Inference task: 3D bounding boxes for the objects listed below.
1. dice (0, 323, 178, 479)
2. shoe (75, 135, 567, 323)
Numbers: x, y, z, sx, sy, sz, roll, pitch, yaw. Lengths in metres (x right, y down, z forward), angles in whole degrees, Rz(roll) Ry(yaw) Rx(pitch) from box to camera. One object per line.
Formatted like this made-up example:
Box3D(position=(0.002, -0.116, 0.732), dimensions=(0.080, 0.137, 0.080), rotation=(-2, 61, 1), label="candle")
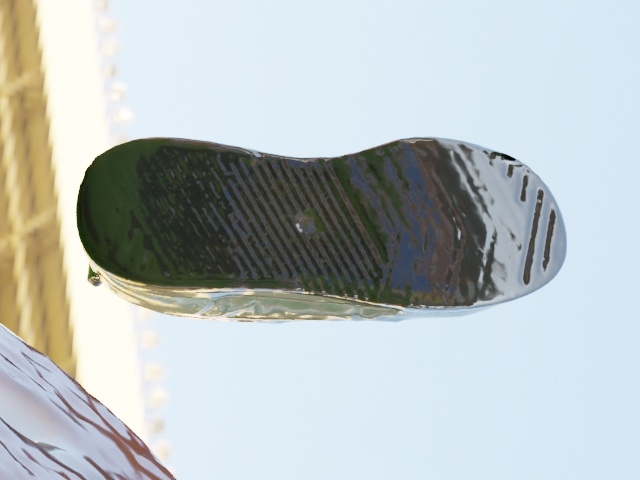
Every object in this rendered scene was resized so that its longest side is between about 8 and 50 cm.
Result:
Box3D(position=(-0.132, 0.110, 0.515), dimensions=(0.175, 0.174, 0.179), rotation=(-51, -140, 3), label="dice")
Box3D(position=(0.000, 0.000, 1.061), dimensions=(0.098, 0.275, 0.103), rotation=(124, -32, -66), label="shoe")
